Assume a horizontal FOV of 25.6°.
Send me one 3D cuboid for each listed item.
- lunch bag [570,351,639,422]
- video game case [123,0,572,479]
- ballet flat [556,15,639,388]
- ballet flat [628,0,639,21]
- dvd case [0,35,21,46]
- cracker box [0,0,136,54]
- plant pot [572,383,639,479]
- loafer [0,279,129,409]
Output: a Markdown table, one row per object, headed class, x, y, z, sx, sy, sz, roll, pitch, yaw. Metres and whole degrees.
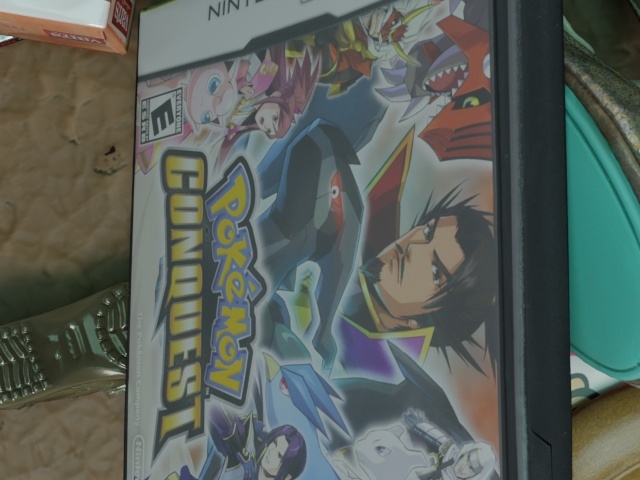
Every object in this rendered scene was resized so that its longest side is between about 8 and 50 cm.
| class | x | y | z | sx | sy | sz | roll | pitch | yaw |
| --- | --- | --- | --- | --- | --- | --- | --- | --- | --- |
| lunch bag | 0.107 | 0.139 | 0.707 | 0.258 | 0.120 | 0.293 | -16 | 89 | 4 |
| video game case | 0.000 | 0.000 | 0.627 | 0.035 | 0.248 | 0.274 | 11 | 75 | -43 |
| ballet flat | 0.100 | -0.064 | 0.645 | 0.106 | 0.107 | 0.316 | -10 | 48 | -31 |
| ballet flat | 0.187 | -0.128 | 0.710 | 0.084 | 0.058 | 0.249 | -22 | 79 | 17 |
| dvd case | -0.177 | -0.146 | 0.749 | 0.119 | 0.013 | 0.087 | -18 | 91 | 1 |
| cracker box | -0.157 | -0.222 | 0.710 | 0.156 | 0.067 | 0.232 | 9 | 86 | 2 |
| plant pot | 0.181 | 0.175 | 0.628 | 0.236 | 0.032 | 0.236 | 0 | 92 | 1 |
| loafer | -0.115 | 0.053 | 0.735 | 0.148 | 0.050 | 0.056 | -9 | 83 | -16 |
